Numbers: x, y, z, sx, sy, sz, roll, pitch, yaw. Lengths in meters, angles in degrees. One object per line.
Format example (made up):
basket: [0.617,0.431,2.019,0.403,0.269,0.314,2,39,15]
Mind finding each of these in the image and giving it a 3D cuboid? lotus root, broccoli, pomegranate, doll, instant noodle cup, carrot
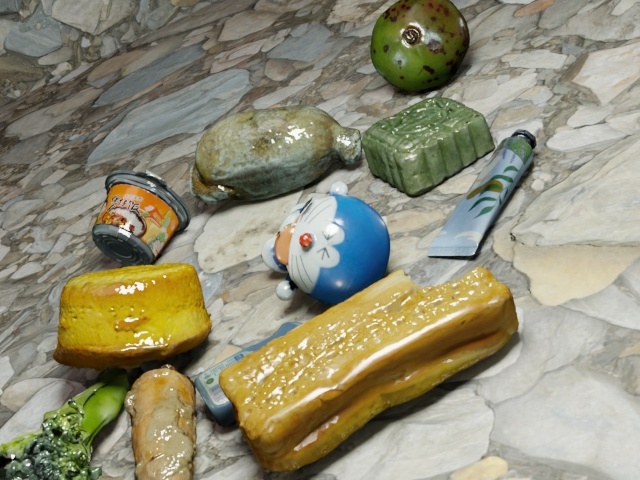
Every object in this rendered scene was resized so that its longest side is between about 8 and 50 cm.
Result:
lotus root: [-0.090,-0.172,1.800,0.349,0.175,0.175,-13,31,17]
broccoli: [-0.339,0.274,1.337,0.165,0.145,0.304,-26,16,22]
pomegranate: [0.203,-0.395,1.933,0.202,0.202,0.248,-19,1,14]
doll: [0.000,0.000,1.456,0.257,0.161,0.215,9,71,62]
instant noodle cup: [-0.350,-0.029,1.794,0.177,0.208,0.125,18,60,12]
carrot: [-0.202,0.282,1.243,0.102,0.102,0.263,-23,35,6]

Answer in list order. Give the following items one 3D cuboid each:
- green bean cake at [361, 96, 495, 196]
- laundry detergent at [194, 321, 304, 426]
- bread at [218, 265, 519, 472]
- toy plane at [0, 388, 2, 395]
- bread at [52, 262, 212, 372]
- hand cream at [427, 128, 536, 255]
green bean cake: [0.184,-0.173,1.666,0.185,0.094,0.183,-28,27,-13]
laundry detergent: [-0.070,0.173,1.326,0.206,0.061,0.096,-31,28,-9]
bread: [0.061,0.144,1.217,0.380,0.109,0.185,-29,31,-7]
toy plane: [-0.667,0.282,1.573,0.267,0.123,0.267,-32,11,7]
bread: [-0.288,0.113,1.475,0.268,0.146,0.268,-7,7,1]
hand cream: [0.260,-0.072,1.473,0.091,0.058,0.271,1,44,46]
